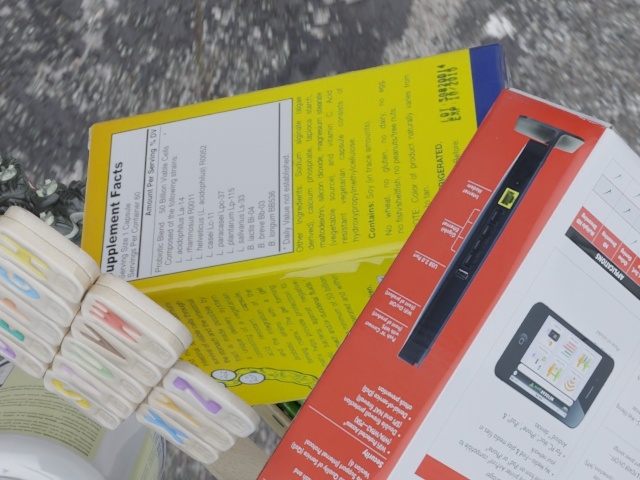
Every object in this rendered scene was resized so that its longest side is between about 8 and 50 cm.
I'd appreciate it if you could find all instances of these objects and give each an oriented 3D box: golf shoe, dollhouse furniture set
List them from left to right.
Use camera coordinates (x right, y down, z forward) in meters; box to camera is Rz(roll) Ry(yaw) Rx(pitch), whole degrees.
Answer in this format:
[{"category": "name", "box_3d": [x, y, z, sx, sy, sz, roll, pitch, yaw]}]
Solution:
[{"category": "golf shoe", "box_3d": [-0.323, -0.013, 1.580, 0.105, 0.273, 0.120, -45, 130, -23]}, {"category": "dollhouse furniture set", "box_3d": [-0.105, 0.295, 1.752, 0.151, 0.197, 0.301, 44, 143, 3]}]

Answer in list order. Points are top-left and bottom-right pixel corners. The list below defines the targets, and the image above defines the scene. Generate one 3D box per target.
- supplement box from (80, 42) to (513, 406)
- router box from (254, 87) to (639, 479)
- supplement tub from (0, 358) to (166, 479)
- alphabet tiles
[{"category": "supplement box", "box_3d": [0.000, 0.000, 1.214, 0.357, 0.194, 0.195, -10, 142, 12]}, {"category": "router box", "box_3d": [0.141, 0.122, 0.873, 0.335, 0.082, 0.301, 37, 85, -43]}, {"category": "supplement tub", "box_3d": [-0.297, 0.271, 1.521, 0.235, 0.325, 0.235, 1, 109, 3]}, {"category": "alphabet tiles", "box_3d": [-0.174, 0.064, 1.011, 0.278, 0.284, 0.021, 37, 66, -3]}]
